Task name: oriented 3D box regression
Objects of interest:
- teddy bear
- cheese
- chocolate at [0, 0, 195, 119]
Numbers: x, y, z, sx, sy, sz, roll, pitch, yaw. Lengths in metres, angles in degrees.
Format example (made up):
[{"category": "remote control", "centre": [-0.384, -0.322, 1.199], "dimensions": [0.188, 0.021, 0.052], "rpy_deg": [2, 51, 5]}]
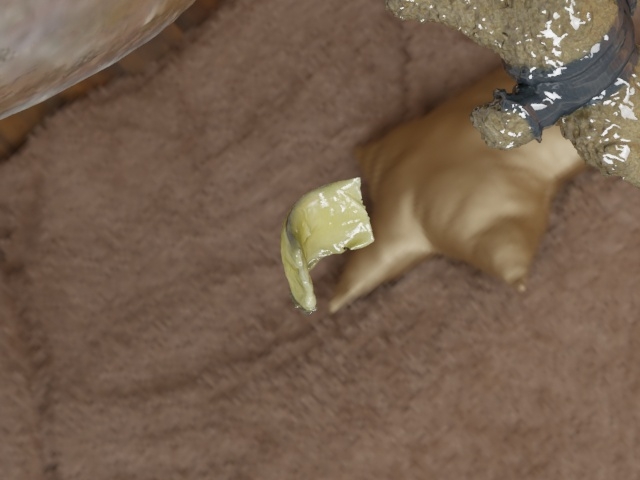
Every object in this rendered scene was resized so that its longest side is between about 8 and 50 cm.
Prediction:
[{"category": "teddy bear", "centre": [0.158, -0.146, 0.987], "dimensions": [0.182, 0.251, 0.129], "rpy_deg": [-49, 9, -11]}, {"category": "cheese", "centre": [0.000, -0.001, 0.932], "dimensions": [0.041, 0.060, 0.084], "rpy_deg": [18, 51, 36]}, {"category": "chocolate", "centre": [-0.114, -0.082, 0.472], "dimensions": [0.261, 0.083, 0.161], "rpy_deg": [-39, 23, -31]}]
